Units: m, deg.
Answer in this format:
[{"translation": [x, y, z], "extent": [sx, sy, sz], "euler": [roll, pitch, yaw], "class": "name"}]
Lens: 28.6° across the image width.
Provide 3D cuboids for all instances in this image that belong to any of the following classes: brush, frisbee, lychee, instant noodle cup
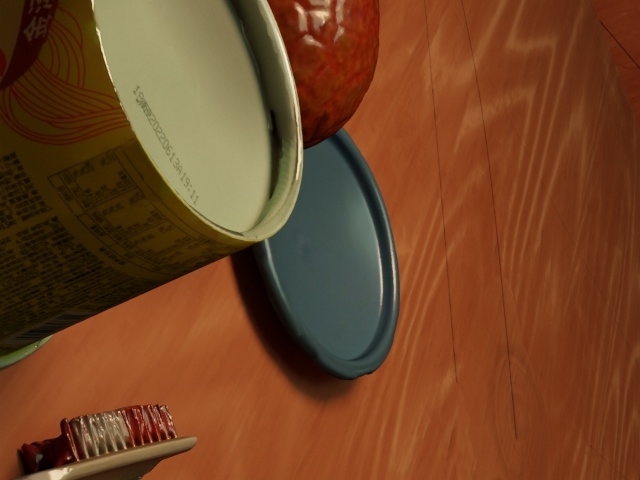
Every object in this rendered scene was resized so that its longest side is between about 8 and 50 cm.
[{"translation": [-0.188, 0.147, 0.803], "extent": [0.321, 0.060, 0.050], "euler": [-2, 64, -65], "class": "brush"}, {"translation": [-0.004, 0.002, 1.281], "extent": [0.289, 0.049, 0.289], "euler": [35, 47, -50], "class": "frisbee"}, {"translation": [-0.066, -0.174, 1.055], "extent": [0.255, 0.255, 0.300], "euler": [-55, 159, -59], "class": "lychee"}, {"translation": [-0.162, -0.085, 0.800], "extent": [0.311, 0.222, 0.311], "euler": [44, 38, -49], "class": "instant noodle cup"}]
